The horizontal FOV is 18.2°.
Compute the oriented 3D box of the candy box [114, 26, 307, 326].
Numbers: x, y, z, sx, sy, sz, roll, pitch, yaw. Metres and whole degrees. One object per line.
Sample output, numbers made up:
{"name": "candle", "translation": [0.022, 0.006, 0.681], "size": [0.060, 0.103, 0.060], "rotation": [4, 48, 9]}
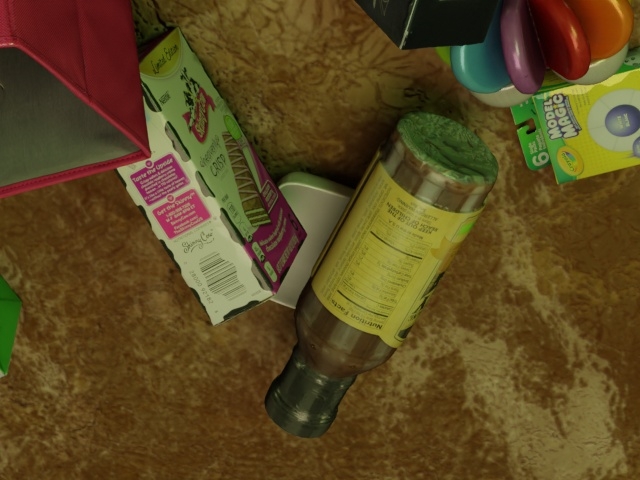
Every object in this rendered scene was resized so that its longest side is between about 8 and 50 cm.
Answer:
{"name": "candy box", "translation": [-0.110, -0.060, 1.773], "size": [0.071, 0.159, 0.233], "rotation": [-29, 103, 19]}

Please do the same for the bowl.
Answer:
{"name": "bowl", "translation": [0.000, 0.000, 1.913], "size": [0.142, 0.053, 0.142], "rotation": [20, 122, -12]}

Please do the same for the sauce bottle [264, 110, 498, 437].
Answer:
{"name": "sauce bottle", "translation": [0.045, 0.040, 1.844], "size": [0.111, 0.111, 0.344], "rotation": [21, 125, -13]}

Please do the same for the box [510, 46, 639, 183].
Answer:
{"name": "box", "translation": [0.267, -0.117, 1.831], "size": [0.179, 0.043, 0.105], "rotation": [-13, 123, 12]}

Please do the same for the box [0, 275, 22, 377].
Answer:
{"name": "box", "translation": [-0.460, 0.052, 1.916], "size": [0.231, 0.126, 0.262], "rotation": [-25, 121, 19]}

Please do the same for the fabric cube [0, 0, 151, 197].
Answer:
{"name": "fabric cube", "translation": [-0.307, -0.193, 1.596], "size": [0.254, 0.258, 0.259], "rotation": [-13, 159, 15]}

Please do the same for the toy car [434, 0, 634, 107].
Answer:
{"name": "toy car", "translation": [0.184, -0.184, 1.727], "size": [0.182, 0.136, 0.159], "rotation": [-14, 124, 11]}

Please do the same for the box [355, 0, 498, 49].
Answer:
{"name": "box", "translation": [0.083, -0.266, 1.648], "size": [0.093, 0.158, 0.156], "rotation": [-8, 132, -33]}
